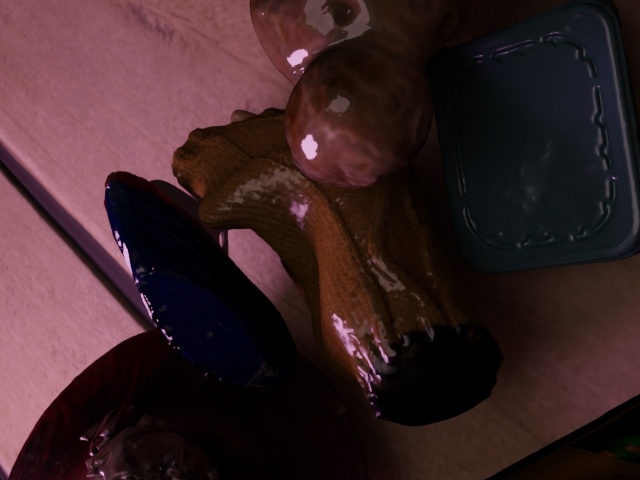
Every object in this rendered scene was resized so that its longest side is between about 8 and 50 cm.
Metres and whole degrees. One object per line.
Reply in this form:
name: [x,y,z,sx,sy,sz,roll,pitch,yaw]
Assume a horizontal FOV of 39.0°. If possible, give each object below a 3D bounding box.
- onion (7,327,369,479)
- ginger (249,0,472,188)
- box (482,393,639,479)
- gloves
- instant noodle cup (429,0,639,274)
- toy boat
onion: [-0.126,0.219,0.779,0.347,0.347,0.285,47,165,28]
ginger: [0.062,-0.183,0.632,0.304,0.155,0.244,-52,42,5]
box: [0.216,0.158,0.526,0.159,0.240,0.071,3,98,42]
gloves: [0.016,-0.005,0.739,0.155,0.203,0.356,-41,55,-4]
instant noodle cup: [0.167,-0.071,0.660,0.157,0.070,0.179,-10,89,44]
toy boat: [-0.113,-0.004,0.792,0.072,0.219,0.318,-36,42,10]
